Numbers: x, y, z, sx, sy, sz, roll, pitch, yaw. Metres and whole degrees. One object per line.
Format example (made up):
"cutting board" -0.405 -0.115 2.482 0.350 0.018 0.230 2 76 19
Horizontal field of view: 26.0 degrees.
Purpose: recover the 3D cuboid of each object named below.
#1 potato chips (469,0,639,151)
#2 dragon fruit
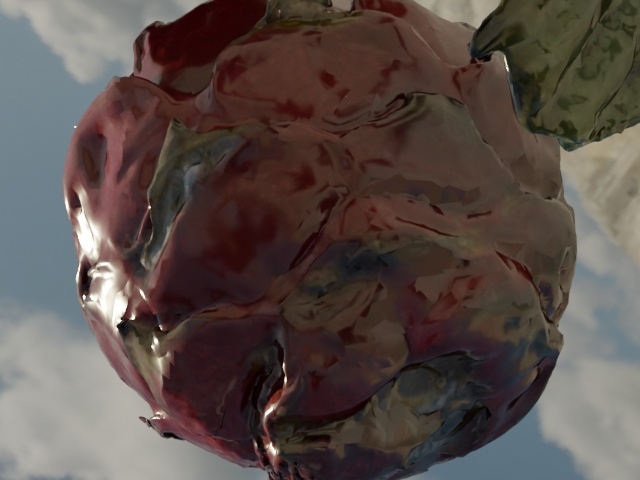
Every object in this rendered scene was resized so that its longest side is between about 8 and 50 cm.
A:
"potato chips" 0.090 -0.115 0.362 0.028 0.207 0.092 8 159 35
"dragon fruit" 0.003 -0.001 0.841 0.329 0.329 0.329 30 -162 -11
